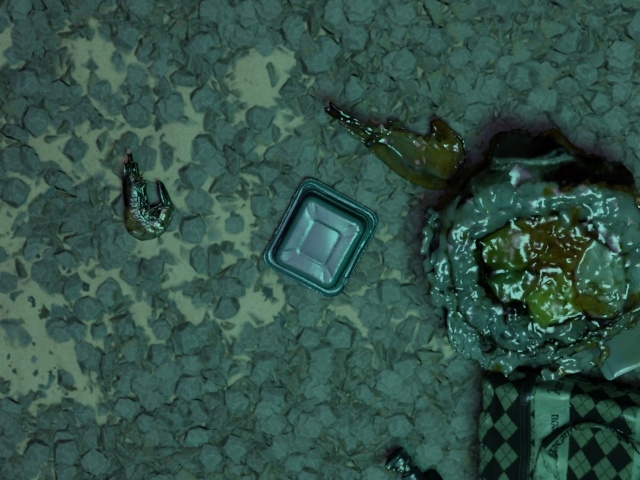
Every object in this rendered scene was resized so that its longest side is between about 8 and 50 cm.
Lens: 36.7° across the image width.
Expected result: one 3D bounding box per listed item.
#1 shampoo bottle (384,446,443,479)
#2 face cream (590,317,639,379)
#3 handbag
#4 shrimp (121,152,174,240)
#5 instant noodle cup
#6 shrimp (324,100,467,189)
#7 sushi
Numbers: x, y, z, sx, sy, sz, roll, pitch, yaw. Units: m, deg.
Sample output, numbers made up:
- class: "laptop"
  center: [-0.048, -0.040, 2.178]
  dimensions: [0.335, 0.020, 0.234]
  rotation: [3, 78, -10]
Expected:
- class: "shampoo bottle"
  center: [0.224, 0.495, 1.700]
  dimensions: [0.071, 0.098, 0.309]
  rotation: [-35, 92, 17]
- class: "face cream"
  center: [0.563, 0.145, 1.630]
  dimensions: [0.224, 0.070, 0.114]
  rotation: [-24, 52, 6]
- class: "handbag"
  center: [0.460, 0.391, 1.601]
  dimensions: [0.416, 0.180, 0.316]
  rotation: [9, 102, 22]
- class: "shrimp"
  center: [-0.312, -0.080, 1.725]
  dimensions: [0.091, 0.034, 0.161]
  rotation: [-9, 102, -5]
- class: "instant noodle cup"
  center: [0.000, 0.000, 1.681]
  dimensions: [0.157, 0.070, 0.179]
  rotation: [28, 98, 0]
- class: "shrimp"
  center: [0.132, -0.183, 1.648]
  dimensions: [0.262, 0.066, 0.117]
  rotation: [35, 84, -13]
- class: "sushi"
  center: [0.357, 0.031, 1.585]
  dimensions: [0.418, 0.176, 0.417]
  rotation: [0, 93, 6]
